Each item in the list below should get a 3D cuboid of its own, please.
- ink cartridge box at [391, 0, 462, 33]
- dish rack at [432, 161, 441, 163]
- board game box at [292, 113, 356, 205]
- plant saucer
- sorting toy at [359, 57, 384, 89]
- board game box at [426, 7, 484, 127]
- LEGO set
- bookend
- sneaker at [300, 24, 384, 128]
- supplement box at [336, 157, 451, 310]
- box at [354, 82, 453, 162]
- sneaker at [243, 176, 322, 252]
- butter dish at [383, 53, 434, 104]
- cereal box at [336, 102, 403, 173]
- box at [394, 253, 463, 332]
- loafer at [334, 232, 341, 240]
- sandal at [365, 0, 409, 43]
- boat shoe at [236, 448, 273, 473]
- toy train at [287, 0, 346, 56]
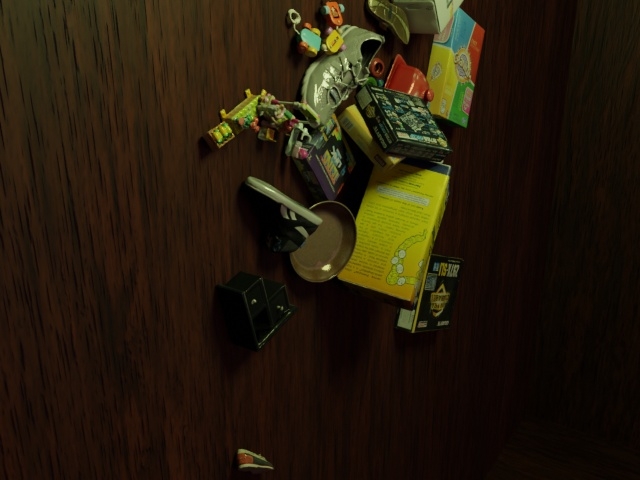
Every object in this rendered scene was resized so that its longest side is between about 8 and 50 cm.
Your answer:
[{"bbox_3d":[0.281,-0.642,1.690,0.176,0.128,0.127,-56,142,-29],"label":"ink cartridge box"},{"bbox_3d":[0.291,-0.145,1.943,0.285,0.072,0.333,-21,117,-52],"label":"dish rack"},{"bbox_3d":[0.011,-0.189,1.508,0.141,0.048,0.170,-62,145,-25],"label":"board game box"},{"bbox_3d":[0.000,0.000,1.528,0.198,0.036,0.198,-12,112,-34],"label":"plant saucer"},{"bbox_3d":[0.125,-0.407,1.623,0.061,0.042,0.102,23,93,-42],"label":"sorting toy"},{"bbox_3d":[0.409,-0.525,1.993,0.242,0.064,0.316,1,100,-58],"label":"board game box"},{"bbox_3d":[-0.095,-0.230,1.271,0.287,0.107,0.132,-6,106,-57],"label":"LEGO set"},{"bbox_3d":[-0.130,0.124,1.376,0.157,0.072,0.156,-43,135,-42],"label":"bookend"},{"bbox_3d":[0.049,-0.371,1.436,0.281,0.115,0.105,-65,146,-18],"label":"sneaker"},{"bbox_3d":[0.198,-0.023,1.679,0.194,0.195,0.356,53,55,-73],"label":"supplement box"},{"bbox_3d":[0.200,-0.278,1.540,0.220,0.051,0.175,0,57,-45],"label":"box"},{"bbox_3d":[-0.098,-0.039,1.365,0.217,0.079,0.121,30,97,-41],"label":"sneaker"},{"bbox_3d":[0.248,-0.393,1.738,0.160,0.118,0.160,40,67,-56],"label":"butter dish"},{"bbox_3d":[0.157,-0.271,1.576,0.047,0.173,0.240,-43,178,37],"label":"cereal box"},{"bbox_3d":[0.370,0.172,2.173,0.322,0.079,0.257,9,92,-58],"label":"box"},{"bbox_3d":[0.042,0.003,1.637,0.125,0.045,0.039,66,30,-53],"label":"loafer"},{"bbox_3d":[0.166,-0.557,1.624,0.180,0.049,0.072,22,76,-43],"label":"sandal"},{"bbox_3d":[-0.153,0.517,1.510,0.137,0.049,0.043,41,27,-54],"label":"boat shoe"},{"bbox_3d":[-0.008,-0.455,1.392,0.166,0.046,0.125,-28,99,-39],"label":"toy train"}]
